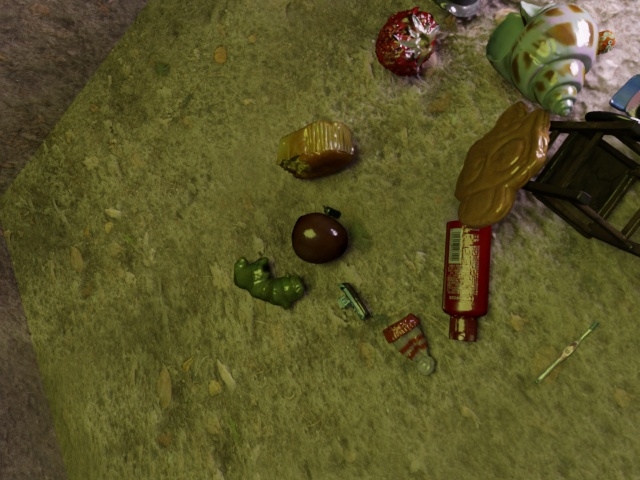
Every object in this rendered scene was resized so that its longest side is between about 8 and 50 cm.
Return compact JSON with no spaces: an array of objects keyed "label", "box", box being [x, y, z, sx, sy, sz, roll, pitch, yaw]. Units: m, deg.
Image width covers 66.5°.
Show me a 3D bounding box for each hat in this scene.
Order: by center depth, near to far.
[{"label":"hat","box":[0.249,0.288,1.315,0.112,0.094,0.162,-42,79,29]}]

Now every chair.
[{"label":"chair","box":[0.605,-0.137,1.128,0.241,0.416,0.203,30,100,-12]}]

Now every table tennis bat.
[{"label":"table tennis bat","box":[0.663,-0.220,1.018,0.150,0.237,0.027,-119,50,-73]}]

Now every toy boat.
[{"label":"toy boat","box":[0.087,0.183,1.438,0.066,0.059,0.140,-35,60,2]}]

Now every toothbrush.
[{"label":"toothbrush","box":[0.576,0.264,1.144,0.204,0.022,0.017,-52,56,16]}]

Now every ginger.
[{"label":"ginger","box":[-0.177,0.133,1.601,0.290,0.089,0.137,26,86,35]}]

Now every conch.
[{"label":"conch","box":[0.539,-0.448,1.187,0.250,0.197,0.367,-19,33,38]}]

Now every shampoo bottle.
[{"label":"shampoo bottle","box":[0.378,0.101,1.267,0.118,0.076,0.313,0,80,27]}]

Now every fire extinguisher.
[{"label":"fire extinguisher","box":[0.033,-0.087,1.516,0.025,0.083,0.038,-30,64,23]}]

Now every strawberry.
[{"label":"strawberry","box":[0.239,-0.583,1.447,0.202,0.185,0.186,28,132,55]}]

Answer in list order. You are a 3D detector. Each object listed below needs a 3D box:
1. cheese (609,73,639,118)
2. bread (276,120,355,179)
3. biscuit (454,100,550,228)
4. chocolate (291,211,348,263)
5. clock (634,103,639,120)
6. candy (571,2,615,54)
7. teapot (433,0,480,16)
[{"label":"cheese","box":[0.795,-0.273,1.089,0.189,0.074,0.286,-50,56,13]},{"label":"bread","box":[-0.014,-0.277,1.532,0.250,0.179,0.133,-11,79,30]},{"label":"biscuit","box":[0.438,-0.197,1.199,0.269,0.051,0.375,-22,40,60]},{"label":"chocolate","box":[0.000,0.000,1.477,0.177,0.177,0.176,-7,76,31]},{"label":"clock","box":[0.746,-0.292,1.085,0.083,0.010,0.074,-7,67,45]},{"label":"candy","box":[0.683,-0.543,1.236,0.055,0.049,0.184,109,148,-56]},{"label":"teapot","box":[0.397,-0.780,1.332,0.285,0.224,0.304,131,128,-63]}]
